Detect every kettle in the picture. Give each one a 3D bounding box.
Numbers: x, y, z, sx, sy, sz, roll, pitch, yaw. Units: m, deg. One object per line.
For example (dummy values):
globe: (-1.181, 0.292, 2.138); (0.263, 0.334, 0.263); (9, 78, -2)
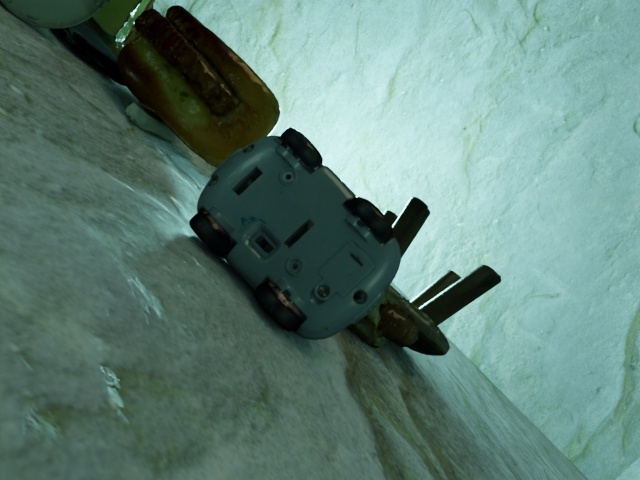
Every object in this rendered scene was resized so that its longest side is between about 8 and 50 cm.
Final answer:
kettle: (-0.505, -0.548, 1.114); (0.318, 0.265, 0.205); (45, -39, 32)

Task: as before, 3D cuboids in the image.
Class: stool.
stool: (0.202, 0.086, 1.414); (0.310, 0.226, 0.310); (45, -11, -2)

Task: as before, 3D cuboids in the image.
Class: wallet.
wallet: (-0.545, -0.476, 1.294); (0.379, 0.046, 0.191); (48, 7, 24)

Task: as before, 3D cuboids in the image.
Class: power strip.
power strip: (-0.316, -0.223, 1.173); (0.047, 0.030, 0.191); (46, 6, 7)

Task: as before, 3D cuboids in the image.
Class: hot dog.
hot dog: (-0.260, -0.323, 1.197); (0.405, 0.185, 0.223); (48, 5, 38)

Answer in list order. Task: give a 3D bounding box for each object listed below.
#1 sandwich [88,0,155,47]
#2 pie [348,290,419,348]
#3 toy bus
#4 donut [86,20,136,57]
sandwich: (-0.503, -0.555, 1.412); (0.212, 0.245, 0.063); (17, -30, 6)
pie: (0.043, 0.096, 1.182); (0.274, 0.105, 0.257); (44, -10, -35)
toy bus: (-0.032, 0.002, 0.868); (0.287, 0.194, 0.232); (45, -7, 11)
donut: (-0.499, -0.556, 1.661); (0.435, 0.163, 0.377); (47, 7, 2)
